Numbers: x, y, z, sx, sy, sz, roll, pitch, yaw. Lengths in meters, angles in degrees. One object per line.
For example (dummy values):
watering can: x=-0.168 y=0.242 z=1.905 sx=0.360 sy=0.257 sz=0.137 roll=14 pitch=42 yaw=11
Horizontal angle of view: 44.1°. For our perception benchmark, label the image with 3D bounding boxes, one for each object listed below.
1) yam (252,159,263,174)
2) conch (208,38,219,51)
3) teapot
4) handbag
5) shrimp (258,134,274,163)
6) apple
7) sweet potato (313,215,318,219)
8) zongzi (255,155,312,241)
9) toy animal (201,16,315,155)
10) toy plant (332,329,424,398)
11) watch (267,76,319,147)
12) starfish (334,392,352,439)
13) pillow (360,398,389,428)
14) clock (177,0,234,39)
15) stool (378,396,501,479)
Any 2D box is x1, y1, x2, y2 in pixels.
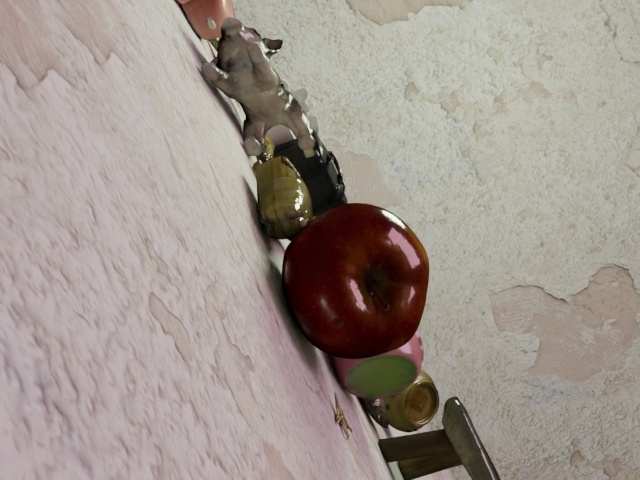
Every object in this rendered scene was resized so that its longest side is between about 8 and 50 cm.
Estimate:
yam: x=-0.122 y=-0.121 z=1.887 sx=0.145 sy=0.032 sz=0.032 roll=64 pitch=5 yaw=-2
conch: x=-0.220 y=-0.460 z=2.199 sx=0.233 sy=0.114 sz=0.137 roll=25 pitch=9 yaw=-20
teapot: x=0.209 y=0.418 z=2.143 sx=0.269 sy=0.173 sz=0.182 roll=33 pitch=-15 yaw=-32
handbag: x=-0.031 y=-0.190 z=2.298 sx=0.181 sy=0.181 sz=0.254 roll=-104 pitch=169 yaw=-50
shrimp: x=-0.161 y=-0.254 z=2.123 sx=0.101 sy=0.042 sz=0.190 roll=37 pitch=21 yaw=-32
apple: x=0.061 y=0.071 z=1.495 sx=0.288 sy=0.288 sz=0.317 roll=64 pitch=-8 yaw=-10
sweet potato: x=0.000 y=0.000 z=2.206 sx=0.385 sy=0.109 sz=0.109 roll=70 pitch=-4 yaw=-82
zongzi: x=-0.062 y=-0.023 z=1.684 sx=0.228 sy=0.114 sz=0.256 roll=-101 pitch=176 yaw=-56
toy animal: x=-0.164 y=-0.395 z=1.950 sx=0.303 sy=0.194 sz=0.344 roll=-100 pitch=168 yaw=-52
toy plant: x=0.101 y=0.182 z=1.786 sx=0.317 sy=0.210 sz=0.356 roll=84 pitch=-11 yaw=-47
watch: x=-0.109 y=-0.359 z=2.380 sx=0.231 sy=0.196 sz=0.244 roll=-90 pitch=158 yaw=-63
starfish: x=0.037 y=0.322 z=1.454 sx=0.086 sy=0.016 sz=0.092 roll=58 pitch=14 yaw=-66
pillow: x=0.109 y=0.350 z=1.873 sx=0.093 sy=0.051 sz=0.241 roll=-85 pitch=151 yaw=-80
clock: x=-0.292 y=-0.635 z=2.039 sx=0.241 sy=0.142 sz=0.227 roll=64 pitch=3 yaw=-57
stool: x=0.305 y=0.568 z=1.871 sx=0.310 sy=0.226 sz=0.310 roll=59 pitch=8 yaw=-58
